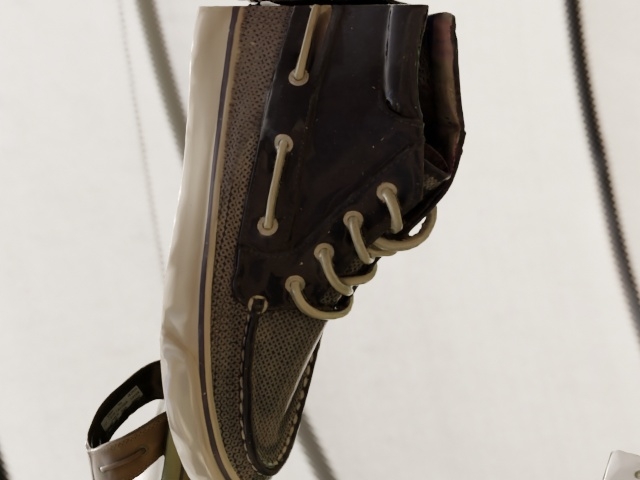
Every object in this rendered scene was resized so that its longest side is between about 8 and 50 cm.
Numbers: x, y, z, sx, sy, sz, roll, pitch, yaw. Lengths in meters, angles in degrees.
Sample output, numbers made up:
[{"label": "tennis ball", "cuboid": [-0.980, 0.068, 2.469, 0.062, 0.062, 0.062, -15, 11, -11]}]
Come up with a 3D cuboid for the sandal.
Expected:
[{"label": "sandal", "cuboid": [-0.141, 0.146, 1.327, 0.086, 0.120, 0.302, 14, -69, -17]}]

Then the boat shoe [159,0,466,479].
[{"label": "boat shoe", "cuboid": [0.000, 0.000, 1.024, 0.127, 0.158, 0.340, -5, -82, -64]}]

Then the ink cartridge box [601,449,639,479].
[{"label": "ink cartridge box", "cuboid": [0.293, 0.214, 1.261, 0.135, 0.099, 0.056, 25, -99, -31]}]
